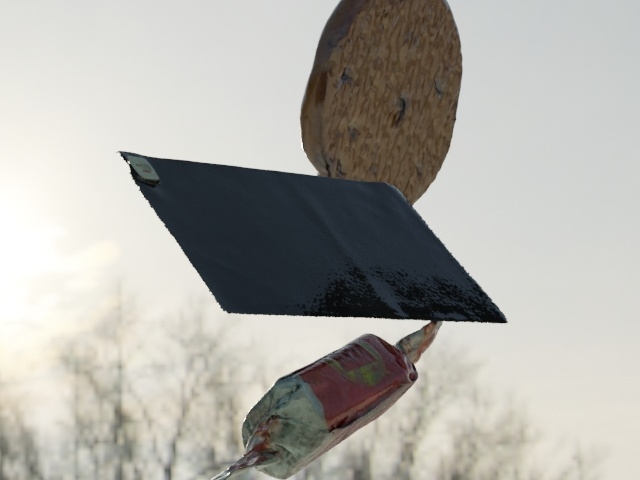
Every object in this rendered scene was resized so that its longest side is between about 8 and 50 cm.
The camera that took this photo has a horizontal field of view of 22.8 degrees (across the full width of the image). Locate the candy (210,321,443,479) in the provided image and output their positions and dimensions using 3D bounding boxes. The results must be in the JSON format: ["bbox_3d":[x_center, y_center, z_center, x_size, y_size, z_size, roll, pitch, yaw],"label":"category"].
[{"bbox_3d":[0.010,0.120,1.195,0.086,0.059,0.292,-47,-13,33],"label":"candy"}]

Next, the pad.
[{"bbox_3d":[0.000,0.000,0.778,0.193,0.116,0.004,6,-53,-43],"label":"pad"}]

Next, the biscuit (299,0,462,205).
[{"bbox_3d":[0.052,-0.118,1.284,0.036,0.212,0.212,12,-8,34],"label":"biscuit"}]
